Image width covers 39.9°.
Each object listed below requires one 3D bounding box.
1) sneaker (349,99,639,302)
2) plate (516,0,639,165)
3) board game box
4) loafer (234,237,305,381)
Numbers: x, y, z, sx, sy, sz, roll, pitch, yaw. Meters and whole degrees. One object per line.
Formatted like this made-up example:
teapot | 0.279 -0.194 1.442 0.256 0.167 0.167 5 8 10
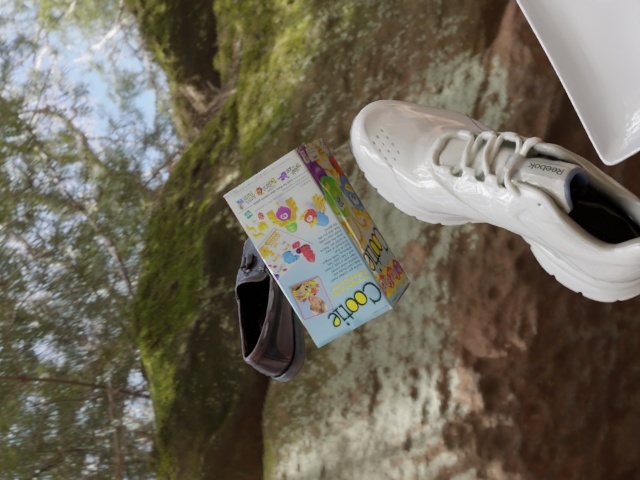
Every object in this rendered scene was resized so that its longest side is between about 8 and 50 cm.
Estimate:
sneaker | 0.163 -0.055 0.755 0.297 0.129 0.111 24 -103 11
plate | 0.381 -0.268 0.991 0.045 0.277 0.278 -12 -107 -48
board game box | 0.000 0.000 1.375 0.275 0.144 0.142 59 -159 -3
loafer | -0.099 0.095 1.489 0.095 0.109 0.302 22 -143 -35
